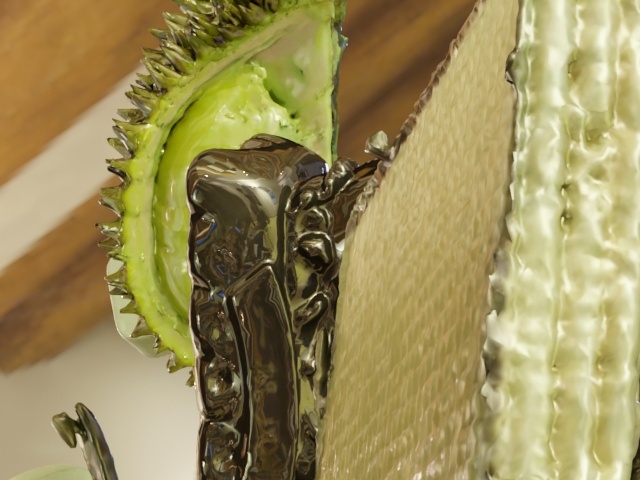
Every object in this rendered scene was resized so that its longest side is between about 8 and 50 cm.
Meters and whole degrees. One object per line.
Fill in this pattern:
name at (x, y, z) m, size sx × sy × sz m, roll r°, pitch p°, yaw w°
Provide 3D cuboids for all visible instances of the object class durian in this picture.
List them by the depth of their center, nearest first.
durian at (-0.051, -0.044, 1.180) m, size 0.158 × 0.169 × 0.352 m, roll -44°, pitch -40°, yaw -70°

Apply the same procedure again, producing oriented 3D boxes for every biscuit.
biscuit at (0.030, 0.022, 0.414) m, size 0.040 × 0.121 × 0.199 m, roll 7°, pitch -17°, yaw -8°

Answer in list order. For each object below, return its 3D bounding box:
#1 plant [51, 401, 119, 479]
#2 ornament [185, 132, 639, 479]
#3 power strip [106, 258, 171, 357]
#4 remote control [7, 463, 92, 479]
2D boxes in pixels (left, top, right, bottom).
plant at (-0.098, 0.275, 1.179) m, size 0.180 × 0.251 × 0.333 m, roll -14°, pitch 25°, yaw 17°
ornament at (0.079, 0.064, 0.801) m, size 0.260 × 0.251 × 0.106 m, roll -1°, pitch 11°, yaw 15°
power strip at (0.000, 0.000, 1.549) m, size 0.385 × 0.091 × 0.062 m, roll -19°, pitch -25°, yaw 12°
remote control at (-0.250, 0.342, 1.403) m, size 0.145 × 0.050 × 0.344 m, roll 7°, pitch -78°, yaw -70°
